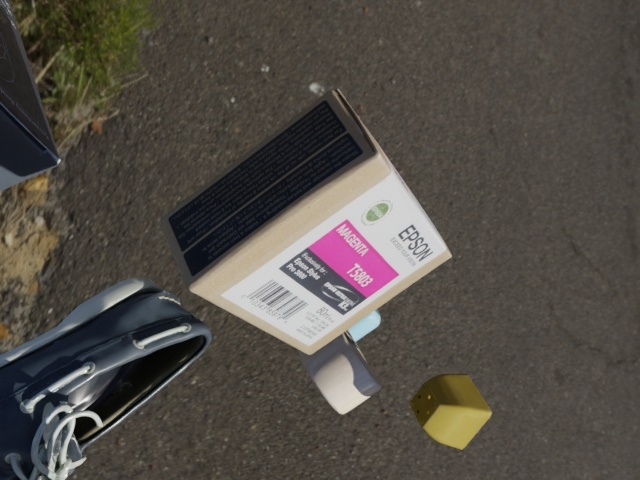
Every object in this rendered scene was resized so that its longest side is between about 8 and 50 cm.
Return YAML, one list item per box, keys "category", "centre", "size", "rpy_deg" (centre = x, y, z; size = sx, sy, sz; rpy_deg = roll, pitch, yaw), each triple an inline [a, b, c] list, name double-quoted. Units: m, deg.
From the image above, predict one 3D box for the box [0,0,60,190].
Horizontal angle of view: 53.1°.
- category: "box"
  centre: [-0.548, -0.276, 0.837]
  size: [0.212, 0.293, 0.395]
  rpy_deg: [-26, 64, -4]

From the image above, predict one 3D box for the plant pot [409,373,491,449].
- category: "plant pot"
  centre: [0.182, 0.246, 0.941]
  size: [0.083, 0.081, 0.081]
  rpy_deg: [18, 26, -30]

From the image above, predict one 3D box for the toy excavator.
- category: "toy excavator"
  centre: [0.018, 0.143, 1.228]
  size: [0.222, 0.433, 0.445]
  rpy_deg: [-37, 58, 3]

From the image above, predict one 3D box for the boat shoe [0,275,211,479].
- category: "boat shoe"
  centre: [-0.179, 0.121, 0.425]
  size: [0.079, 0.095, 0.254]
  rpy_deg: [30, 41, 21]

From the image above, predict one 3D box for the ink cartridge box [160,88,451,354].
- category: "ink cartridge box"
  centre: [0.000, 0.000, 0.610]
  size: [0.234, 0.193, 0.088]
  rpy_deg: [41, 16, -56]
